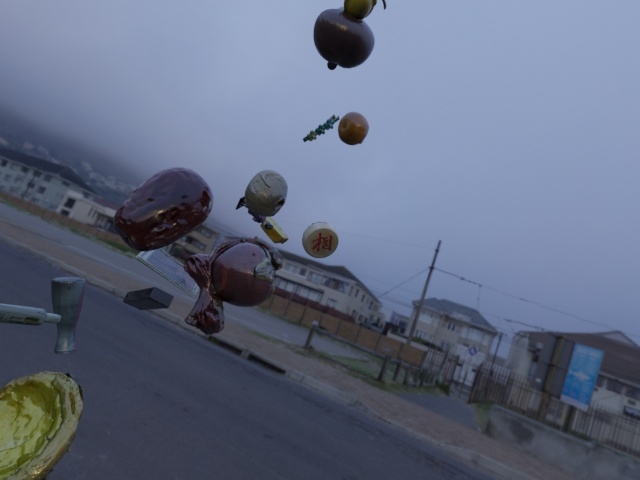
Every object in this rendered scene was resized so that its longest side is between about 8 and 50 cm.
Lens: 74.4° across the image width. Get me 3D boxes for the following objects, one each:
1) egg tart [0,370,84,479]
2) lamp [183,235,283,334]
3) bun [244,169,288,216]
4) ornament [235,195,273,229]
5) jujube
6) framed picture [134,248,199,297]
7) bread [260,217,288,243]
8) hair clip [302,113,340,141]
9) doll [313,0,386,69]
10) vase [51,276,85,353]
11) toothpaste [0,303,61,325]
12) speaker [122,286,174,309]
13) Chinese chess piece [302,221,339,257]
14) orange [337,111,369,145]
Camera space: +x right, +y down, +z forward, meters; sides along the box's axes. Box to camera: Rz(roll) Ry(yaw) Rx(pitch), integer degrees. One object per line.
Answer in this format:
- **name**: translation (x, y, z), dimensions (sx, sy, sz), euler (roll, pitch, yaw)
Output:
- **egg tart**: translation (-0.752, 0.496, 1.071), dimensions (0.345, 0.345, 0.132), euler (16, -39, 28)
- **lamp**: translation (-0.193, 0.100, 0.982), dimensions (0.223, 0.215, 0.151), euler (-14, -18, 9)
- **bun**: translation (-0.178, -0.155, 1.468), dimensions (0.113, 0.173, 0.167), euler (31, -38, 22)
- **ornament**: translation (-0.309, -0.124, 2.000), dimensions (0.203, 0.081, 0.088), euler (48, -46, 13)
- **jujube**: translation (-0.506, -0.105, 1.373), dimensions (0.223, 0.318, 0.223), euler (32, -32, 23)
- **framed picture**: translation (-0.604, 0.114, 1.719), dimensions (0.273, 0.016, 0.216), euler (38, 8, -14)
- **bread**: translation (-0.255, -0.058, 2.256), dimensions (0.187, 0.065, 0.103), euler (49, 18, 1)
- **hair clip**: translation (0.004, -0.444, 1.669), dimensions (0.049, 0.173, 0.049), euler (50, -7, 8)
- **doll**: translation (0.069, -0.456, 0.904), dimensions (0.145, 0.188, 0.096), euler (30, 25, -46)
- **vase**: translation (-0.733, 0.216, 1.219), dimensions (0.086, 0.214, 0.086), euler (3, 1, 0)
- **toothpaste**: translation (-0.686, 0.154, 0.893), dimensions (0.255, 0.067, 0.037), euler (23, 36, -53)
- **speaker**: translation (-0.610, 0.207, 1.484), dimensions (0.218, 0.044, 0.082), euler (-12, -38, 42)
- **Chinese chess piece**: translation (0.000, 0.000, 1.376), dimensions (0.122, 0.122, 0.051), euler (27, 19, -28)
- **orange**: translation (0.156, -0.523, 1.974), dimensions (0.134, 0.155, 0.154), euler (-6, 12, -44)
